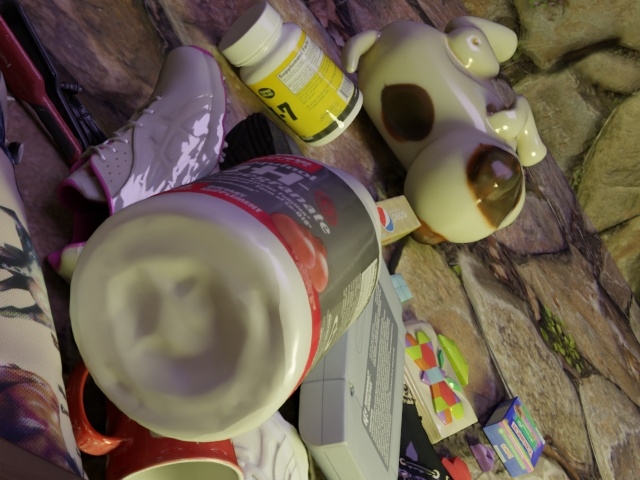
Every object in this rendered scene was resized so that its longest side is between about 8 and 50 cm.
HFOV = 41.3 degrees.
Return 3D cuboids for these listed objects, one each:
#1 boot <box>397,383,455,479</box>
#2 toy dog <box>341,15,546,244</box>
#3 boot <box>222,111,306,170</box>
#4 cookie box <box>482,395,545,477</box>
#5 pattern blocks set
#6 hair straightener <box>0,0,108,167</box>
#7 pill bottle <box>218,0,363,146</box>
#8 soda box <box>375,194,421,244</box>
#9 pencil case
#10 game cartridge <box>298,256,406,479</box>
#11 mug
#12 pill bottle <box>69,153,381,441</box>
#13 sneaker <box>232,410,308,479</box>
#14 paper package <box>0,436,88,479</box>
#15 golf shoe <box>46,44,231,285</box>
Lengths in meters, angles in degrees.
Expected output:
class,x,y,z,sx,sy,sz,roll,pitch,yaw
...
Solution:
class,x,y,z,sx,sy,sz,roll,pitch,yaw
boot,0.131,0.272,1.044,0.236,0.085,0.178,27,38,-39
toy dog,0.233,-0.189,1.495,0.395,0.284,0.408,23,45,-47
boot,0.000,0.000,1.091,0.223,0.118,0.338,32,38,-45
cookie box,0.308,0.310,1.345,0.092,0.040,0.107,59,28,3
pattern blocks set,0.157,0.200,1.230,0.325,0.026,0.285,57,27,1
hair straightener,-0.264,-0.149,0.886,0.230,0.047,0.089,54,28,-7
pill bottle,-0.045,-0.248,1.271,0.208,0.119,0.119,42,31,-27
soda box,0.090,-0.024,1.321,0.061,0.058,0.181,60,28,6
pencil case,-0.258,0.039,0.579,0.183,0.160,0.410,0,60,-42
game cartridge,0.040,0.134,0.915,0.294,0.060,0.196,-80,158,-46
mug,-0.138,0.128,0.720,0.150,0.113,0.169,70,4,-53
pill bottle,-0.049,0.023,0.710,0.176,0.176,0.318,57,22,-1
sneaker,-0.058,0.244,0.771,0.232,0.090,0.115,59,31,5
paper package,-0.130,0.282,0.382,0.325,0.168,0.309,42,71,-31
golf shoe,-0.174,-0.076,0.835,0.140,0.115,0.306,22,61,-31
